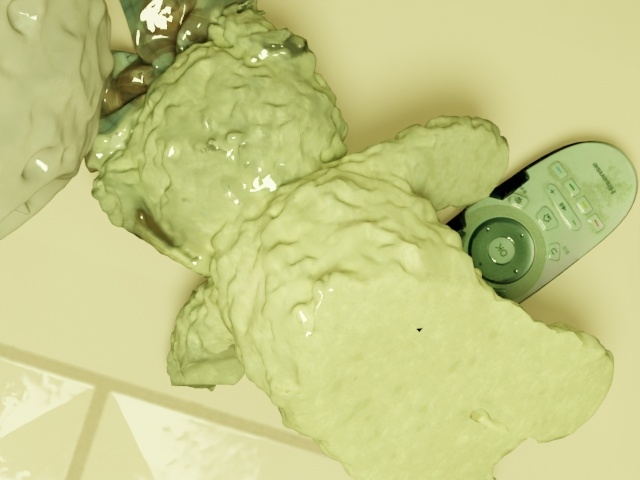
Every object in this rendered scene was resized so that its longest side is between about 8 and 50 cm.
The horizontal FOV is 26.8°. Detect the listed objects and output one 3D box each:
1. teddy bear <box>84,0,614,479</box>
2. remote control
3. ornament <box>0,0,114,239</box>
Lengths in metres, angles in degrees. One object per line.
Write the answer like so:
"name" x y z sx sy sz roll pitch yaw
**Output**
"teddy bear" 0.000 0.000 1.083 0.327 0.362 0.375 -45 132 7
"remote control" 0.161 0.002 1.151 0.256 0.045 0.097 -32 87 -9
"ornament" -0.307 -0.131 0.939 0.337 0.337 0.337 1 83 -10
